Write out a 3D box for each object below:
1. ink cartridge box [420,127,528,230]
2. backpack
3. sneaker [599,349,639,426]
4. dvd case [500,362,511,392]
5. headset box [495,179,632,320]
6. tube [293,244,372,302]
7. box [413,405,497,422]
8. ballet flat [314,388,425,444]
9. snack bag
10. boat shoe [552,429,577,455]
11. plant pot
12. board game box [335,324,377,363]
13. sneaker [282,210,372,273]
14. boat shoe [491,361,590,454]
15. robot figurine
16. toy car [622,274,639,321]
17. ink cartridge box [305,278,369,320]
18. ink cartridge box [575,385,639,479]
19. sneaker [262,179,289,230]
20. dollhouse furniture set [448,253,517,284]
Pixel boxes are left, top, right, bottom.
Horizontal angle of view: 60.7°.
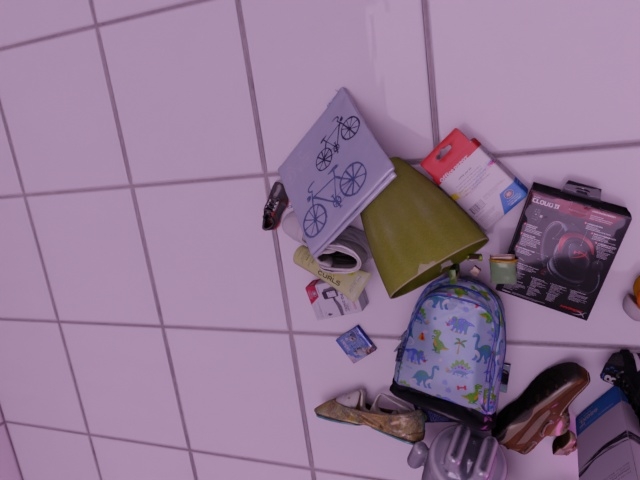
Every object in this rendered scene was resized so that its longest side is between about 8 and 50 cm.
[{"bbox_3d":[0.373,-0.154,1.334,0.231,0.078,0.134,46,117,4],"label":"ink cartridge box"},{"bbox_3d":[0.337,0.264,1.387,0.290,0.273,0.355,17,83,27],"label":"backpack"},{"bbox_3d":[0.719,0.351,1.279,0.121,0.216,0.079,6,130,27],"label":"sneaker"},{"bbox_3d":[0.453,0.364,1.498,0.120,0.013,0.087,10,110,22],"label":"dvd case"},{"bbox_3d":[0.567,0.008,1.283,0.218,0.110,0.292,19,113,17],"label":"headset box"},{"bbox_3d":[0.028,0.083,1.524,0.240,0.062,0.069,27,122,34],"label":"tube"},{"bbox_3d":[0.366,0.446,1.539,0.226,0.036,0.136,-13,101,32],"label":"box"},{"bbox_3d":[0.145,0.501,1.618,0.349,0.123,0.123,6,108,30],"label":"ballet flat"},{"bbox_3d":[0.023,-0.177,1.408,0.323,0.037,0.342,-48,47,28],"label":"snack bag"},{"bbox_3d":[0.644,0.528,1.427,0.045,0.050,0.135,7,148,9],"label":"boat shoe"},{"bbox_3d":[0.214,-0.051,1.351,0.275,0.275,0.293,-38,74,28],"label":"plant pot"},{"bbox_3d":[0.106,0.308,1.625,0.090,0.020,0.090,-39,89,29],"label":"board game box"},{"bbox_3d":[0.000,0.000,1.492,0.293,0.169,0.107,17,114,19],"label":"sneaker"},{"bbox_3d":[0.582,0.442,1.418,0.120,0.122,0.324,35,125,4],"label":"boat shoe"},{"bbox_3d":[0.380,0.634,1.475,0.300,0.199,0.353,22,140,23],"label":"robot figurine"},{"bbox_3d":[0.788,0.153,1.219,0.182,0.136,0.159,41,117,7],"label":"toy car"},{"bbox_3d":[0.048,0.158,1.578,0.151,0.063,0.109,-16,99,26],"label":"ink cartridge box"},{"bbox_3d":[0.741,0.552,1.218,0.286,0.395,0.166,40,117,8],"label":"ink cartridge box"},{"bbox_3d":[-0.133,-0.095,1.576,0.061,0.065,0.157,20,113,17],"label":"sneaker"},{"bbox_3d":[0.383,0.073,1.285,0.152,0.059,0.076,-1,104,22],"label":"dollhouse furniture set"}]
